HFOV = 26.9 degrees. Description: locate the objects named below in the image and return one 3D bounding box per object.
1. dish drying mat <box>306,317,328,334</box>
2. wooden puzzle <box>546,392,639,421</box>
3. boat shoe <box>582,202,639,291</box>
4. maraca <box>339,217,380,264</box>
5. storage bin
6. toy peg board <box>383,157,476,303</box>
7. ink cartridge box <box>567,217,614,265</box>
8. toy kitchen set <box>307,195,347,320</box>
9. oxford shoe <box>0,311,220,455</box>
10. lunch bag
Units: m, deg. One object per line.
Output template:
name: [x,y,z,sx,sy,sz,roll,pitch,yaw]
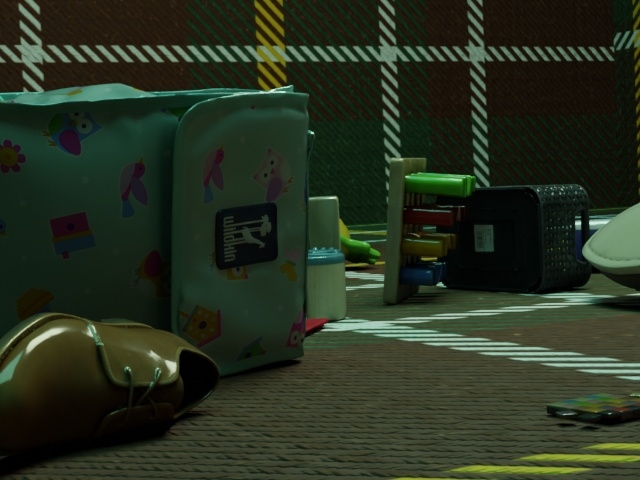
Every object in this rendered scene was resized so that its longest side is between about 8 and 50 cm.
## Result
dish drying mat: [-0.018,0.082,1.253,0.032,0.008,0.083,-3,4,16]
wooden puzzle: [0.166,0.098,0.781,0.083,0.006,0.049,-5,4,-36]
boat shoe: [0.374,0.018,1.314,0.116,0.096,0.324,-46,14,-16]
maraca: [0.000,0.000,2.034,0.186,0.099,0.127,18,-12,-4]
storage bin: [0.227,-0.004,1.596,0.084,0.122,0.180,-5,4,-37]
toy peg board: [0.128,-0.013,1.529,0.079,0.160,0.161,4,4,14]
ink cartridge box: [0.514,-0.003,1.886,0.324,0.071,0.330,-3,0,13]
toy kitchen set: [-0.058,0.018,1.420,0.166,0.122,0.207,-3,3,0]
oxford shoe: [-0.124,0.081,0.773,0.076,0.076,0.212,10,8,22]
lunch bag: [-0.134,-0.008,1.023,0.262,0.223,0.160,-1,8,-8]
